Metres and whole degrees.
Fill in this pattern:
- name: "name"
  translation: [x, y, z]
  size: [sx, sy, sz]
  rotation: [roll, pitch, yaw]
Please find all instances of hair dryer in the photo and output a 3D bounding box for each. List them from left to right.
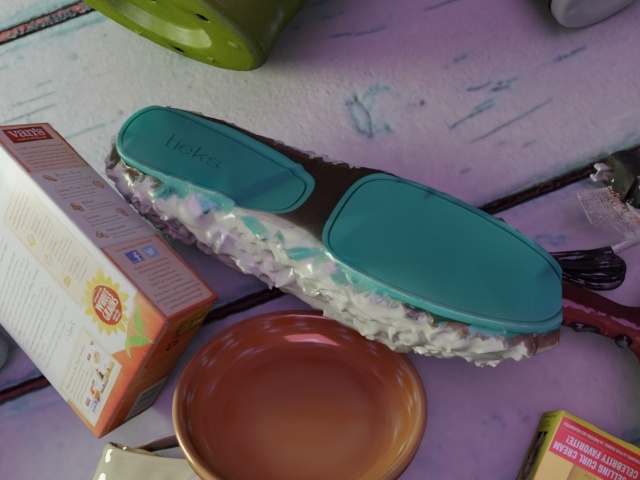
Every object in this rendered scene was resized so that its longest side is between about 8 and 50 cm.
- name: "hair dryer"
  translation: [0.240, 0.068, 0.523]
  size: [0.223, 0.080, 0.294]
  rotation: [-22, 53, 1]

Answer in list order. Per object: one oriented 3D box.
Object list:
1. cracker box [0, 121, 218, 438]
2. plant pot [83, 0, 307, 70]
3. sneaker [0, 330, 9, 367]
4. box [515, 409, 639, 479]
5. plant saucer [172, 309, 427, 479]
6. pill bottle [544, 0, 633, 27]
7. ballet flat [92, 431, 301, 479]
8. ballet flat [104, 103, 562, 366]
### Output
- name: "cracker box"
  translation: [-0.214, 0.030, 0.541]
  size: [0.232, 0.067, 0.156]
  rotation: [43, 121, 13]
- name: "plant pot"
  translation: [-0.090, -0.366, 0.572]
  size: [0.366, 0.366, 0.353]
  rotation: [24, 87, 12]
- name: "sneaker"
  translation: [-0.432, 0.114, 0.563]
  size: [0.268, 0.101, 0.153]
  rotation: [-32, 72, -11]
- name: "box"
  translation: [0.173, 0.256, 0.483]
  size: [0.087, 0.058, 0.232]
  rotation: [28, 76, 12]
- name: "plant saucer"
  translation: [-0.016, 0.134, 0.503]
  size: [0.199, 0.037, 0.200]
  rotation: [2, 34, -1]
- name: "pill bottle"
  translation: [0.244, -0.332, 0.628]
  size: [0.119, 0.119, 0.209]
  rotation: [-22, 72, -2]
- name: "ballet flat"
  translation: [-0.070, 0.194, 0.518]
  size: [0.248, 0.086, 0.086]
  rotation: [-3, 73, 5]
- name: "ballet flat"
  translation: [0.000, 0.000, 0.539]
  size: [0.408, 0.147, 0.147]
  rotation: [25, 76, 19]
